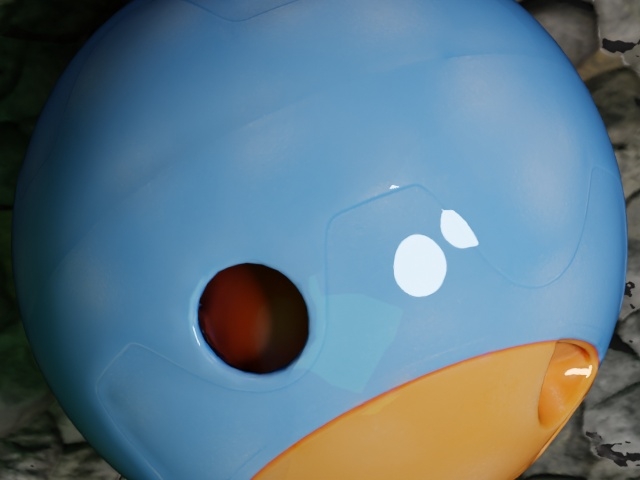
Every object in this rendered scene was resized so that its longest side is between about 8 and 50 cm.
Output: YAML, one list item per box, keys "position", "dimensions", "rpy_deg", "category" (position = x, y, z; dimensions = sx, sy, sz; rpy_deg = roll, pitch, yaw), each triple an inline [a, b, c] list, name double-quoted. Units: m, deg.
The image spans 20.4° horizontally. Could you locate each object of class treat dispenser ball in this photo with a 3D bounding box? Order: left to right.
- position: [0.000, 0.000, 0.841]
  dimensions: [0.288, 0.288, 0.288]
  rpy_deg: [-4, 128, -5]
  category: "treat dispenser ball"
